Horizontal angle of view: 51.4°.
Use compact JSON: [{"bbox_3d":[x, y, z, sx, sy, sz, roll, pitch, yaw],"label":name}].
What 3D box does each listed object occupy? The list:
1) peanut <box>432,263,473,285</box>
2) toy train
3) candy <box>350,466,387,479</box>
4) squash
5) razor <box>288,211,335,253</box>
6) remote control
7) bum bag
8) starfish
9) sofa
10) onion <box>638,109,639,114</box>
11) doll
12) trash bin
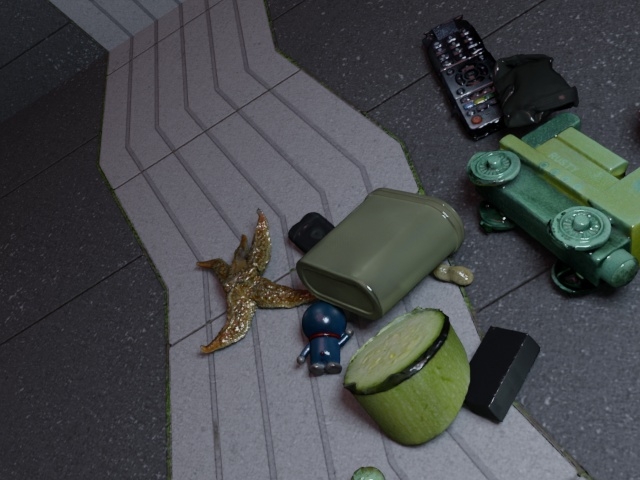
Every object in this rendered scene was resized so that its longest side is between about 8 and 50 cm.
[{"bbox_3d":[0.250,0.064,1.260,0.083,0.037,0.037,6,58,31],"label":"peanut"},{"bbox_3d":[0.443,-0.077,1.183,0.253,0.160,0.397,-32,44,-8],"label":"toy train"},{"bbox_3d":[0.025,0.443,1.084,0.202,0.061,0.061,-41,45,6],"label":"candy"},{"bbox_3d":[0.156,0.218,1.139,0.220,0.133,0.220,-38,18,15],"label":"squash"},{"bbox_3d":[0.000,0.000,1.444,0.090,0.054,0.148,-43,46,-7],"label":"razor"},{"bbox_3d":[0.341,-0.382,1.549,0.144,0.062,0.399,-23,48,12],"label":"remote control"},{"bbox_3d":[0.427,-0.305,1.339,0.142,0.080,0.326,-16,32,18],"label":"bum bag"},{"bbox_3d":[-0.154,0.064,1.465,0.301,0.084,0.294,-31,46,10],"label":"starfish"},{"bbox_3d":[0.293,0.220,1.101,0.085,0.060,0.147,6,56,54],"label":"sofa"},{"bbox_3d":[0.680,-0.208,1.156,0.229,0.164,0.230,-13,19,4],"label":"onion"},{"bbox_3d":[0.008,0.180,1.279,0.114,0.085,0.152,-8,61,7],"label":"doll"},{"bbox_3d":[0.112,0.021,1.266,0.247,0.121,0.243,-42,36,-27],"label":"trash bin"}]
